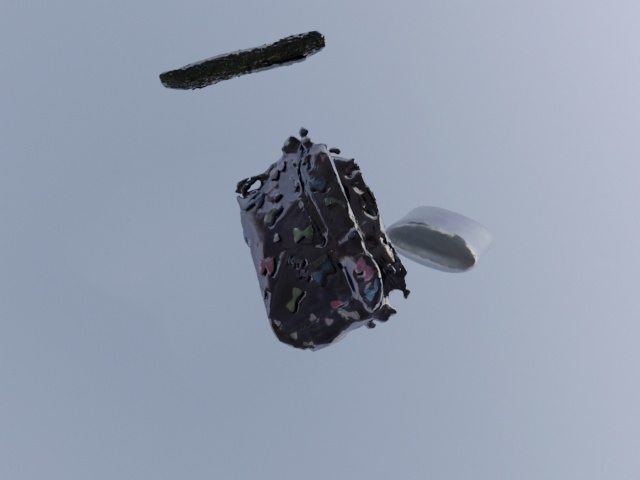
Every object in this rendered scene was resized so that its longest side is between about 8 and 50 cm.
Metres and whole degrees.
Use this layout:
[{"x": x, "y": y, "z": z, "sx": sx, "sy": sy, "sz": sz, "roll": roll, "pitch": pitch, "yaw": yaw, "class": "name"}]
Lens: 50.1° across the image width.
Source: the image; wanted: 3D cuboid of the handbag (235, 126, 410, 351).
[{"x": 0.000, "y": 0.000, "z": 0.824, "sx": 0.113, "sy": 0.162, "sz": 0.260, "roll": 20, "pitch": -138, "yaw": -51, "class": "handbag"}]

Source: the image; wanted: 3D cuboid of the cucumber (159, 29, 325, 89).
[{"x": -0.114, "y": -0.266, "z": 1.024, "sx": 0.257, "sy": 0.043, "sz": 0.044, "roll": -19, "pitch": -68, "yaw": -13, "class": "cucumber"}]

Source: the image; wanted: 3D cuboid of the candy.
[{"x": 0.178, "y": -0.003, "z": 1.018, "sx": 0.138, "sy": 0.174, "sz": 0.071, "roll": 21, "pitch": -71, "yaw": 17, "class": "candy"}]
